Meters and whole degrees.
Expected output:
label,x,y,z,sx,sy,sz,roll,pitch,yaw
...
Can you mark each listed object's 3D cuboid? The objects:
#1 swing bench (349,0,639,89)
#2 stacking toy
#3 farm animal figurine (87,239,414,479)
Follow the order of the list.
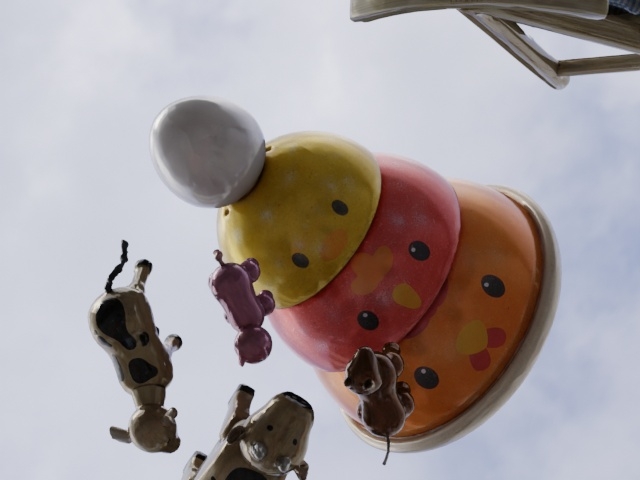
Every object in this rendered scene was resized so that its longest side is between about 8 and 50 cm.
label,x,y,z,sx,sy,sz,roll,pitch,yaw
swing bench,0.162,-0.253,0.897,0.165,0.255,0.253,-1,-97,42
stacking toy,0.000,0.000,1.477,0.480,0.350,0.350,32,-107,-31
farm animal figurine,-0.083,0.191,1.303,0.330,0.172,0.326,15,-67,1
